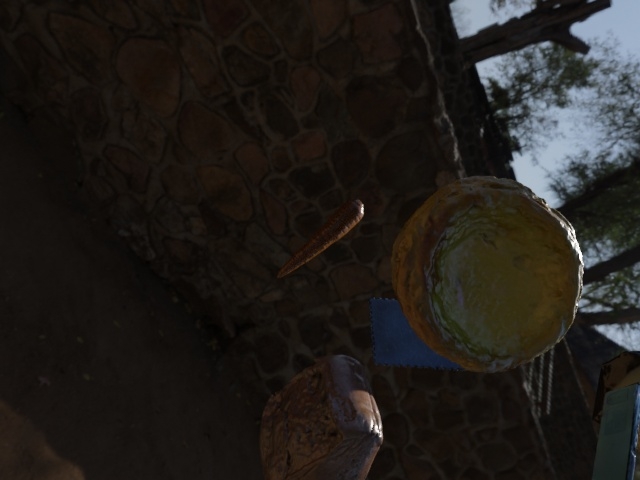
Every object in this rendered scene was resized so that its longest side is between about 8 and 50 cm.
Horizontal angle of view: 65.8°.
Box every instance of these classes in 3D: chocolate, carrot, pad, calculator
[{"bbox_3d":[1.037,0.527,1.468,0.297,0.325,0.314,-73,163,-68],"label":"chocolate"},{"bbox_3d":[0.000,0.000,0.940,0.048,0.216,0.048,47,-8,8],"label":"carrot"},{"bbox_3d":[0.278,0.269,1.457,0.270,0.268,0.012,-90,-176,-53],"label":"pad"},{"bbox_3d":[0.347,0.243,0.582,0.018,0.057,0.172,36,50,5],"label":"calculator"}]

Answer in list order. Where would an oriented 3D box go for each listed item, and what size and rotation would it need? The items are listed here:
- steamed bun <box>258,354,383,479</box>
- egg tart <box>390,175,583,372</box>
[{"bbox_3d":[-0.005,0.227,0.574,0.106,0.175,0.145,28,24,-18],"label":"steamed bun"},{"bbox_3d":[0.236,0.048,0.734,0.123,0.293,0.294,-154,-136,-79],"label":"egg tart"}]
